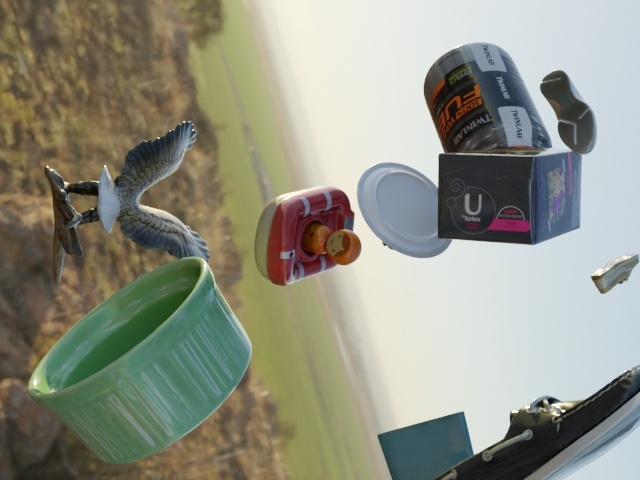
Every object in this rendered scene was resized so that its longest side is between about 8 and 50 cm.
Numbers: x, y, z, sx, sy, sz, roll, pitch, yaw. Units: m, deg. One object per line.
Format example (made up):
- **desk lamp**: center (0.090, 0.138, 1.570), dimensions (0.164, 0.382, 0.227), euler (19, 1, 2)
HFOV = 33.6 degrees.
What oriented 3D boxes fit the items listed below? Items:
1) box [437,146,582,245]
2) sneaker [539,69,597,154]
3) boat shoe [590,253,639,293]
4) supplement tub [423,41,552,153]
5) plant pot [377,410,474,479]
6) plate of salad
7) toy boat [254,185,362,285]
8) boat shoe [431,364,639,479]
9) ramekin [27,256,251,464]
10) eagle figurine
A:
- **box**: center (0.317, -0.078, 1.748), dimensions (0.270, 0.165, 0.143), euler (-12, 104, -60)
- **sneaker**: center (0.349, -0.169, 1.448), dimensions (0.061, 0.054, 0.152), euler (40, 29, -40)
- **boat shoe**: center (0.583, 0.065, 2.089), dimensions (0.050, 0.135, 0.045), euler (-10, -77, 57)
- **supplement tub**: center (0.343, -0.227, 2.152), dimensions (0.207, 0.207, 0.338), euler (72, 3, -48)
- **plant pot**: center (0.223, 0.459, 1.985), dimensions (0.166, 0.165, 0.234), euler (56, 19, -75)
- **plate of salad**: center (0.148, -0.051, 1.876), dimensions (0.048, 0.200, 0.200), euler (-47, -129, 48)
- **toy boat**: center (0.000, 0.000, 1.753), dimensions (0.231, 0.151, 0.151), euler (-18, 118, -50)
- **boat shoe**: center (0.223, 0.215, 1.104), dimensions (0.091, 0.302, 0.114), euler (56, 16, 28)
- **ramekin**: center (-0.244, 0.173, 1.496), dimensions (0.148, 0.303, 0.303), euler (56, 7, -18)
- **eagle figurine**: center (-0.308, -0.071, 1.784), dimensions (0.225, 0.298, 0.226), euler (60, -37, 35)
